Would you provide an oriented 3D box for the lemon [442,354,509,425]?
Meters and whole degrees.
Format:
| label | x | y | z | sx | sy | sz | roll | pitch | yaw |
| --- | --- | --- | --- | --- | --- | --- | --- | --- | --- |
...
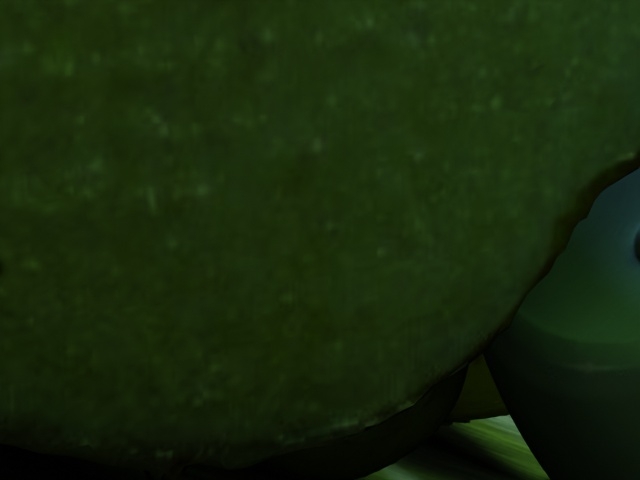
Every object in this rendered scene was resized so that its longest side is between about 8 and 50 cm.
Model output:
| label | x | y | z | sx | sy | sz | roll | pitch | yaw |
| --- | --- | --- | --- | --- | --- | --- | --- | --- | --- |
| lemon | 0.078 | -0.029 | 1.129 | 0.297 | 0.297 | 0.297 | 27 | 6 | -3 |

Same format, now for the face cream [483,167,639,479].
| label | x | y | z | sx | sy | sz | roll | pitch | yaw |
| --- | --- | --- | --- | --- | --- | --- | --- | --- | --- |
| face cream | 0.244 | 0.082 | 0.872 | 0.357 | 0.219 | 0.312 | 40 | -15 | -34 |

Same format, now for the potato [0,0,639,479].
| label | x | y | z | sx | sy | sz | roll | pitch | yaw |
| --- | --- | --- | --- | --- | --- | --- | --- | --- | --- |
| potato | -0.084 | -0.133 | 0.751 | 0.442 | 0.385 | 0.319 | 0 | 13 | -24 |

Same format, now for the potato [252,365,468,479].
| label | x | y | z | sx | sy | sz | roll | pitch | yaw |
| --- | --- | --- | --- | --- | --- | --- | --- | --- | --- |
| potato | -0.001 | 0.046 | 0.916 | 0.157 | 0.157 | 0.194 | 28 | -7 | 9 |
